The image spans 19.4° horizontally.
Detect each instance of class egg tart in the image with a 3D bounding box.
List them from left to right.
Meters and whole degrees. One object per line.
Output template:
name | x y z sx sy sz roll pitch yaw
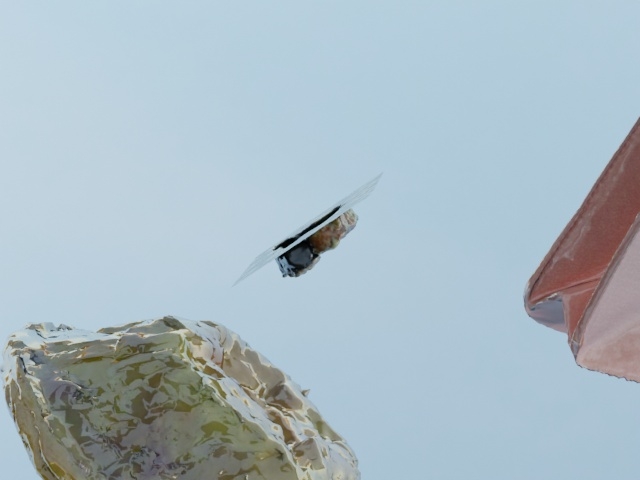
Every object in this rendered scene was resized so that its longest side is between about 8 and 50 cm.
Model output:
egg tart | -0.076 0.162 1.352 0.150 0.352 0.352 -46 -138 6

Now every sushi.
sushi | 0.000 0.000 1.392 0.126 0.026 0.120 -34 -176 13

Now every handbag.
handbag | 0.233 0.012 1.062 0.212 0.157 0.059 14 -156 -35
